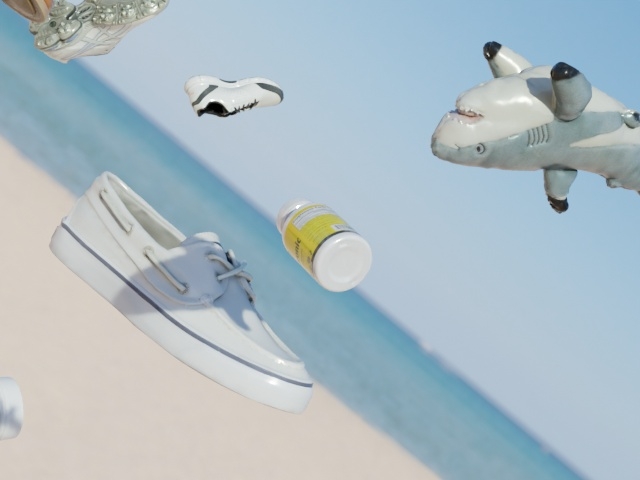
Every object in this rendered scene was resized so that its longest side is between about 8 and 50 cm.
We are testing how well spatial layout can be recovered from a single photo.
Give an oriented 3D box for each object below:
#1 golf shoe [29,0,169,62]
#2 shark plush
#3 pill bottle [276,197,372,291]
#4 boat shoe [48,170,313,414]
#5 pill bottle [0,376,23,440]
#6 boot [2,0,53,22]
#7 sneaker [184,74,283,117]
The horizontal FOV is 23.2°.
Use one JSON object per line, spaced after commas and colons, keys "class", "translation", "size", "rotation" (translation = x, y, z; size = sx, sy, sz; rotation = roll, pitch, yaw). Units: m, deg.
{"class": "golf shoe", "translation": [-0.256, -0.262, 1.864], "size": [0.086, 0.176, 0.069], "rotation": [54, 23, -63]}
{"class": "shark plush", "translation": [0.128, -0.047, 0.812], "size": [0.161, 0.067, 0.073], "rotation": [23, 4, -43]}
{"class": "pill bottle", "translation": [0.000, 0.000, 1.589], "size": [0.065, 0.065, 0.116], "rotation": [40, 3, -36]}
{"class": "boat shoe", "translation": [-0.099, 0.036, 1.221], "size": [0.267, 0.088, 0.096], "rotation": [36, 8, 33]}
{"class": "pill bottle", "translation": [-0.472, 0.218, 1.957], "size": [0.180, 0.108, 0.108], "rotation": [-3, 27, -34]}
{"class": "boot", "translation": [-0.252, -0.306, 1.370], "size": [0.073, 0.152, 0.197], "rotation": [-1, -56, 53]}
{"class": "sneaker", "translation": [-0.090, -0.147, 1.651], "size": [0.040, 0.109, 0.044], "rotation": [116, -34, -51]}
